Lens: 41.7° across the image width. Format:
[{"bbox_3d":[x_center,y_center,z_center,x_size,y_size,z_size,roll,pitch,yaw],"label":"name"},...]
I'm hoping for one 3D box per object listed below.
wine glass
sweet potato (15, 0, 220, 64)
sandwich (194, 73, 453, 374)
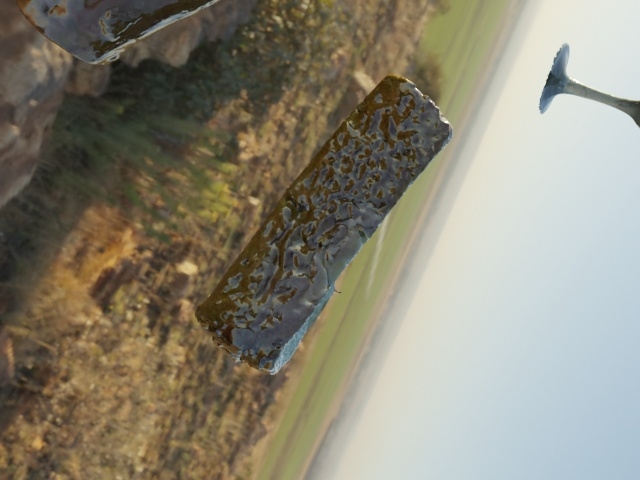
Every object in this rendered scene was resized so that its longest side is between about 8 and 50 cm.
[{"bbox_3d":[0.279,-0.099,0.672,0.066,0.198,0.066,-48,152,-36],"label":"wine glass"},{"bbox_3d":[-0.058,-0.247,0.606,0.336,0.131,0.131,-27,172,2],"label":"sweet potato"},{"bbox_3d":[-0.004,-0.003,0.811,0.288,0.099,0.254,-53,175,-6],"label":"sandwich"}]
